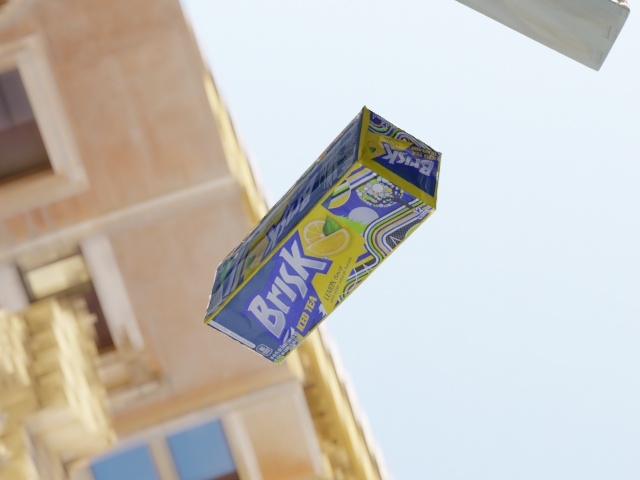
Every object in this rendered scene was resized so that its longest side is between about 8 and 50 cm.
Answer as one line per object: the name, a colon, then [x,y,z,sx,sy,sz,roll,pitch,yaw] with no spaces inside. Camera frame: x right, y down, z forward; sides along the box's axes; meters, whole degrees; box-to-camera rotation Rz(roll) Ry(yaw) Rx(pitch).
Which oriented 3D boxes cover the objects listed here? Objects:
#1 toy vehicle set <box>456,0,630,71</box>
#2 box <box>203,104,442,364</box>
toy vehicle set: [0.035,-0.186,1.025,0.266,0.035,0.166,26,-158,-4]
box: [0.000,0.000,1.158,0.169,0.059,0.054,-46,-158,38]
